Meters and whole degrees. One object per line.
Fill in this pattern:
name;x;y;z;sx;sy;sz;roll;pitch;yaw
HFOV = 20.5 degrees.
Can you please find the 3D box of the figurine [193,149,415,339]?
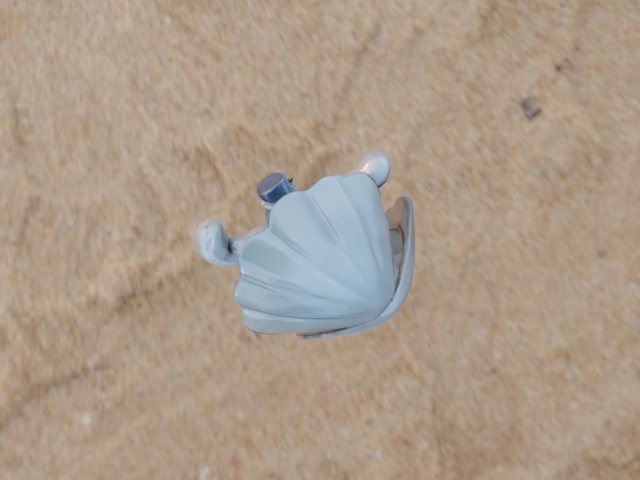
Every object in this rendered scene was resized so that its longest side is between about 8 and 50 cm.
figurine;0.000;0.000;0.778;0.086;0.082;0.094;34;99;-28
